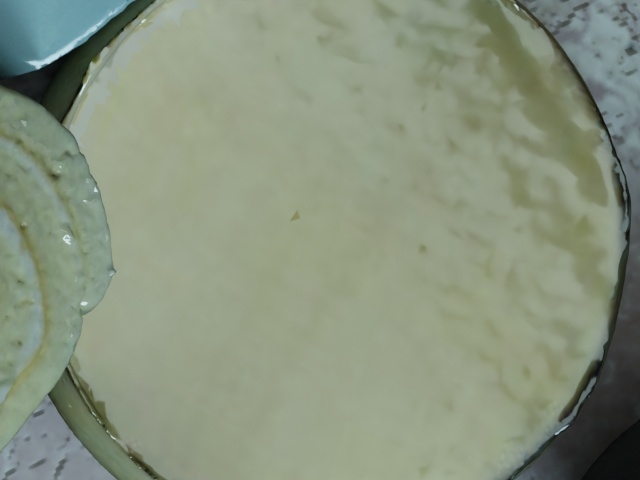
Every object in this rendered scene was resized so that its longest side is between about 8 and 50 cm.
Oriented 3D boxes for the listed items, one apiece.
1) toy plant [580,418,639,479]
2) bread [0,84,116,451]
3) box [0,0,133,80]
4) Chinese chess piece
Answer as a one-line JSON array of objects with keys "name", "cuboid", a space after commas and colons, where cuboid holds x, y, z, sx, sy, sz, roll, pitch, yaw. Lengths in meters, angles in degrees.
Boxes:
[{"name": "toy plant", "cuboid": [0.254, 0.246, 0.753, 0.279, 0.185, 0.400, -49, 116, -17]}, {"name": "bread", "cuboid": [-0.171, 0.014, 0.617, 0.148, 0.141, 0.134, -51, 122, -38]}, {"name": "box", "cuboid": [-0.092, -0.166, 0.690, 0.227, 0.162, 0.130, -36, 107, -9]}, {"name": "Chinese chess piece", "cuboid": [0.000, 0.000, 0.734, 0.257, 0.104, 0.257, 0, 91, -12]}]
